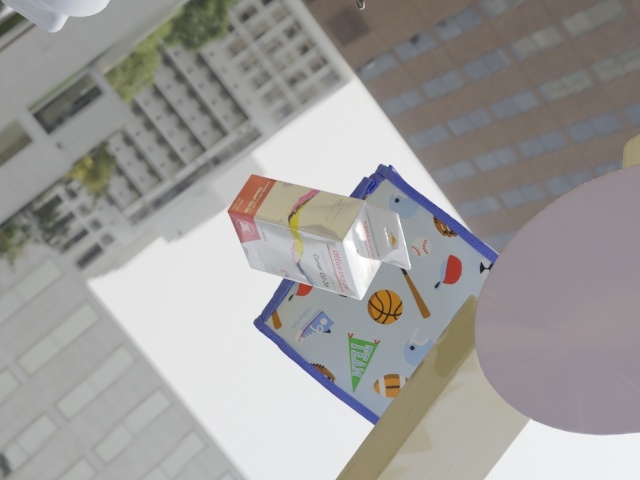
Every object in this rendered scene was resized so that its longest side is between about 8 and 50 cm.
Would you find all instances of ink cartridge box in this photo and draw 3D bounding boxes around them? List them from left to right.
[{"bbox_3d":[0.000,0.000,1.366,0.198,0.115,0.067,14,-124,26],"label":"ink cartridge box"}]

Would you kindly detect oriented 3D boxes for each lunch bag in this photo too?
[{"bbox_3d":[0.137,0.116,1.754,0.327,0.385,0.239,-52,-167,1],"label":"lunch bag"}]

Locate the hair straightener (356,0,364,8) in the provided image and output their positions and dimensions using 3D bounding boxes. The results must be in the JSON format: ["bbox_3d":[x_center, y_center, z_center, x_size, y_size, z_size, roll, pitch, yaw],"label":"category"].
[{"bbox_3d":[0.098,-0.412,1.510,0.089,0.047,0.230,-9,125,-56],"label":"hair straightener"}]

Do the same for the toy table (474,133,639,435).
[{"bbox_3d":[0.262,0.036,0.840,0.161,0.252,0.274,-10,175,-45],"label":"toy table"}]

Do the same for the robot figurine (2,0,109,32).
[{"bbox_3d":[-0.385,-0.501,1.833,0.353,0.200,0.300,-49,-163,34],"label":"robot figurine"}]

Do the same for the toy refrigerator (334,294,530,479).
[{"bbox_3d":[0.128,0.199,1.211,0.269,0.102,0.094,-56,-164,12],"label":"toy refrigerator"}]
